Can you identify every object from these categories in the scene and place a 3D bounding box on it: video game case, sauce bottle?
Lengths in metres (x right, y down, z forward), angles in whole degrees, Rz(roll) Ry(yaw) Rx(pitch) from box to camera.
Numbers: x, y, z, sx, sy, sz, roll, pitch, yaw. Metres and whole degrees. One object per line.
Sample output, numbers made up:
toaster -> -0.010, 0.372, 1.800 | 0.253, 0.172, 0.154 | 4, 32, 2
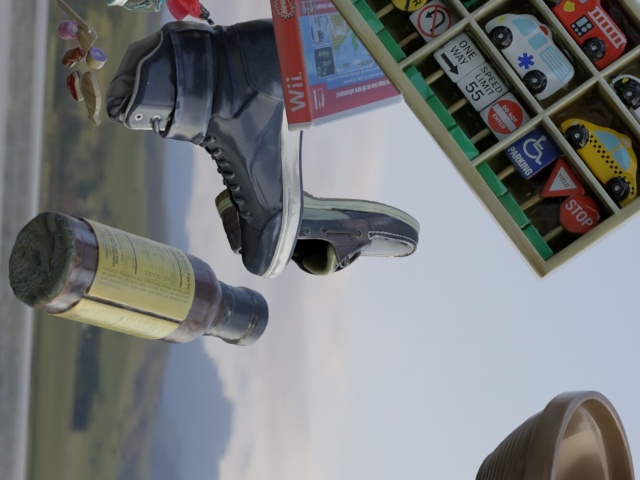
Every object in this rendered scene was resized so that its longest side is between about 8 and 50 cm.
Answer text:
video game case -> 0.003, -0.237, 1.242 | 0.204, 0.025, 0.285 | -25, 108, -66
sauce bottle -> -0.190, 0.057, 1.773 | 0.111, 0.344, 0.111 | -12, -111, 34

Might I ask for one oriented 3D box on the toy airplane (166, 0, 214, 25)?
toy airplane -> -0.176, -0.294, 1.792 | 0.028, 0.151, 0.151 | -46, -156, 13

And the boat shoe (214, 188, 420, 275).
boat shoe -> 0.000, 0.000, 1.517 | 0.080, 0.224, 0.073 | -31, -124, 47

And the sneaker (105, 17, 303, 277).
sneaker -> -0.096, -0.073, 1.309 | 0.086, 0.163, 0.226 | -137, -134, -61

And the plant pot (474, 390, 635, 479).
plant pot -> 0.221, 0.265, 1.560 | 0.237, 0.110, 0.237 | 7, 82, -59

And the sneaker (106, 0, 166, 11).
sneaker -> -0.234, -0.328, 2.071 | 0.166, 0.076, 0.065 | -99, -152, -67

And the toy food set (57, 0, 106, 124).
toy food set -> -0.240, -0.184, 1.603 | 0.078, 0.019, 0.122 | 44, -34, 30

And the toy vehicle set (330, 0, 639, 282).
toy vehicle set -> 0.140, -0.125, 1.097 | 0.267, 0.166, 0.035 | 54, -1, 10
